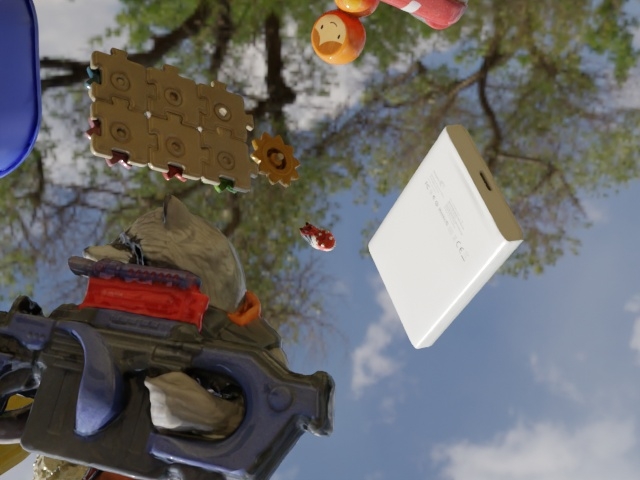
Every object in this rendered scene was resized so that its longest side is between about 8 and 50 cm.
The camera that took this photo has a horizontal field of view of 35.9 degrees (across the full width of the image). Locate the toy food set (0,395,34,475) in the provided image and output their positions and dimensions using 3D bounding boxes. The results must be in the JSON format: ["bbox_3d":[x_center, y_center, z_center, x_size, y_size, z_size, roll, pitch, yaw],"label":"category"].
[{"bbox_3d":[-0.435,0.232,1.181,0.071,0.128,0.218,13,-148,40],"label":"toy food set"}]

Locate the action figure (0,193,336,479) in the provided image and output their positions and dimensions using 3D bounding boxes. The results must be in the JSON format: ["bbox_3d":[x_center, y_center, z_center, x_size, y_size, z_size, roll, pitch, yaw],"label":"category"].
[{"bbox_3d":[-0.145,0.129,0.622,0.341,0.330,0.178,16,178,22],"label":"action figure"}]

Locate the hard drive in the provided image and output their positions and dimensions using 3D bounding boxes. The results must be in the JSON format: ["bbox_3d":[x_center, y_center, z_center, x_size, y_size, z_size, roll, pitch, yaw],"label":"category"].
[{"bbox_3d":[0.177,0.002,1.484,0.040,0.307,0.203,-9,-120,-27],"label":"hard drive"}]

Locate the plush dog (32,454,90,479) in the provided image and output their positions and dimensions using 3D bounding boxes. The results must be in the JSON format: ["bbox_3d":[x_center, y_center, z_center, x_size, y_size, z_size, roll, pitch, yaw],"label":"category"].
[{"bbox_3d":[-0.342,0.354,1.377,0.211,0.262,0.225,18,-106,-14],"label":"plush dog"}]

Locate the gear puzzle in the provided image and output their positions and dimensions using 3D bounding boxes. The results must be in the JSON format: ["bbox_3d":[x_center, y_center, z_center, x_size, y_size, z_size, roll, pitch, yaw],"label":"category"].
[{"bbox_3d":[-0.170,-0.146,1.367,0.339,0.044,0.175,13,-122,-36],"label":"gear puzzle"}]

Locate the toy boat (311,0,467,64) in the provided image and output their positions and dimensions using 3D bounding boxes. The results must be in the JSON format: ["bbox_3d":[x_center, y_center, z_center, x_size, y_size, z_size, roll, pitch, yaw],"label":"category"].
[{"bbox_3d":[0.035,-0.262,1.063,0.231,0.151,0.151,14,-160,-28],"label":"toy boat"}]

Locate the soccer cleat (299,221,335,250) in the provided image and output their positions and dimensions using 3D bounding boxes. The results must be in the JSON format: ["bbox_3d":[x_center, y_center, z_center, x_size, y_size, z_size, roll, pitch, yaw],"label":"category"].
[{"bbox_3d":[0.000,0.000,1.417,0.029,0.035,0.083,-44,-144,-13],"label":"soccer cleat"}]

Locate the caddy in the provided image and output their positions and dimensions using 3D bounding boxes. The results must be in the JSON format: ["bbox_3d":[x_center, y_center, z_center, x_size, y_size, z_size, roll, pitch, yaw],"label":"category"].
[{"bbox_3d":[-0.517,-0.243,1.380,0.241,0.341,0.179,5,-167,15],"label":"caddy"}]
